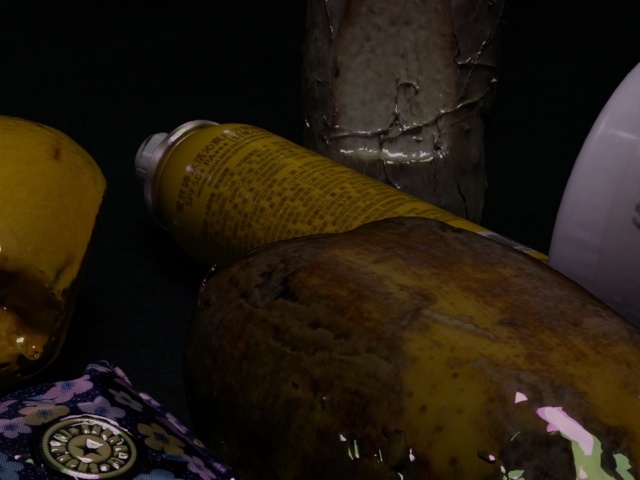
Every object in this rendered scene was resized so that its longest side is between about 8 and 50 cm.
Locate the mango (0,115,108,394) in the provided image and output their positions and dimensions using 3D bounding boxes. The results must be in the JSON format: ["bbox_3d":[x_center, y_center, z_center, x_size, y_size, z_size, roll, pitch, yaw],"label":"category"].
[{"bbox_3d":[-0.215,0.013,0.997,0.167,0.130,0.262,1,28,-2],"label":"mango"}]

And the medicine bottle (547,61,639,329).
[{"bbox_3d":[0.281,0.018,0.934,0.232,0.237,0.238,22,29,35],"label":"medicine bottle"}]

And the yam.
[{"bbox_3d":[0.057,-0.106,1.193,0.154,0.254,0.154,2,11,0],"label":"yam"}]

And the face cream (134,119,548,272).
[{"bbox_3d":[0.000,0.000,1.091,0.105,0.105,0.349,-18,32,-41],"label":"face cream"}]

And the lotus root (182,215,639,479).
[{"bbox_3d":[0.059,0.090,0.790,0.196,0.179,0.397,6,12,-32],"label":"lotus root"}]

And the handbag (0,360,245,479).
[{"bbox_3d":[-0.132,0.142,0.717,0.208,0.126,0.229,-10,37,-35],"label":"handbag"}]
